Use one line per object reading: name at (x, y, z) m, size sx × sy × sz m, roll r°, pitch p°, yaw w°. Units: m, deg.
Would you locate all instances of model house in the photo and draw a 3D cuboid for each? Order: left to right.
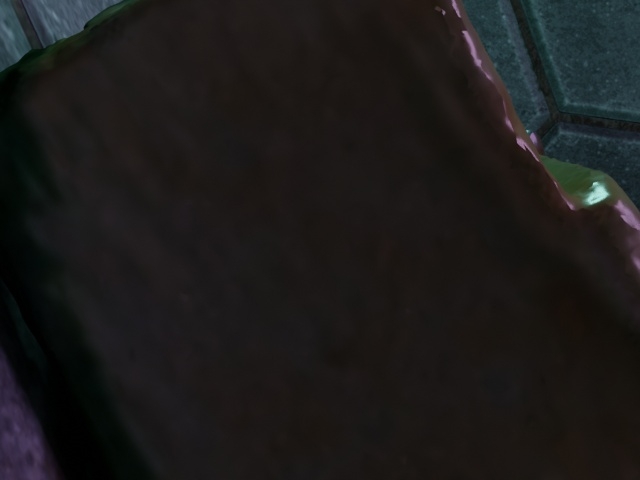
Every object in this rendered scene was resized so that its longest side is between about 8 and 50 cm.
model house at (0.000, 0.000, 0.783) m, size 0.382 × 0.334 × 0.342 m, roll 63°, pitch 1°, yaw -13°
